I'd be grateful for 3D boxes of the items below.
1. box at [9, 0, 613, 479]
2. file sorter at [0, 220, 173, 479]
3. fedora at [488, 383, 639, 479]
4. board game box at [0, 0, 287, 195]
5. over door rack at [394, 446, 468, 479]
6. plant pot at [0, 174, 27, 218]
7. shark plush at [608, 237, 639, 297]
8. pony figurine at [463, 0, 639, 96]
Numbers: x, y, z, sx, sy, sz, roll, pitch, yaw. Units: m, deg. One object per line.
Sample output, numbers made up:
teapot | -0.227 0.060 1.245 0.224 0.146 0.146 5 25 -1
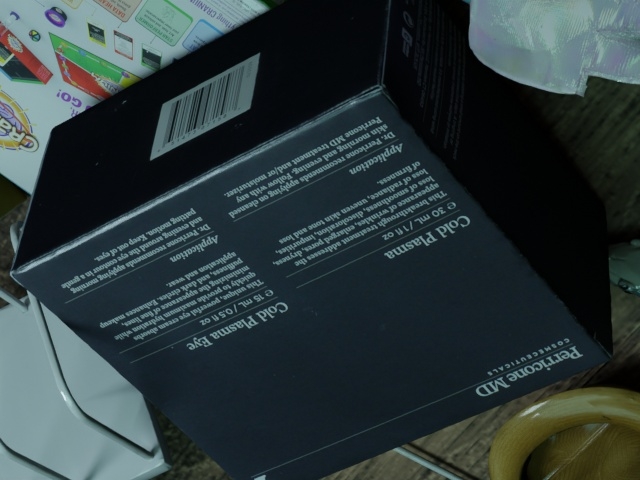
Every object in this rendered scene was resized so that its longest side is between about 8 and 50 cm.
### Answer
box | 0.000 0.000 1.483 0.343 0.179 0.312 -25 125 26
file sorter | -0.300 0.136 1.540 0.277 0.193 0.173 -26 154 10
fedora | 0.242 0.184 1.666 0.194 0.079 0.194 7 125 11
board game box | -0.189 -0.164 1.559 0.242 0.064 0.316 36 132 -9
over door rack | 0.061 0.278 1.709 0.324 0.239 0.108 37 126 -11
plant pot | -0.429 -0.025 1.686 0.212 0.212 0.187 -32 97 37
shark plush | 0.257 0.037 1.560 0.161 0.073 0.067 7 160 10
pony figurine | 0.129 -0.267 1.248 0.363 0.303 0.351 49 160 -24
